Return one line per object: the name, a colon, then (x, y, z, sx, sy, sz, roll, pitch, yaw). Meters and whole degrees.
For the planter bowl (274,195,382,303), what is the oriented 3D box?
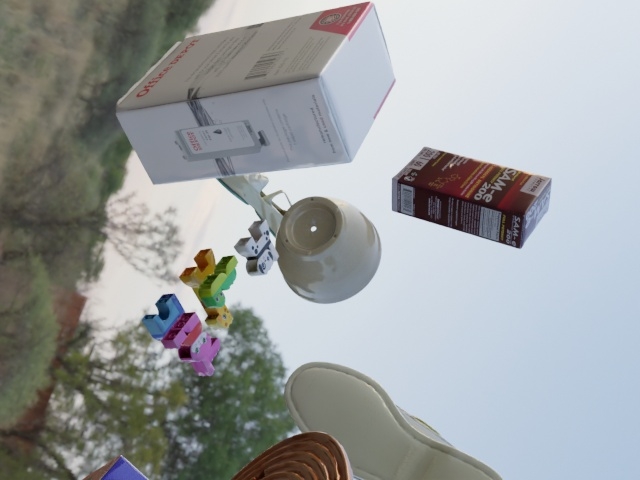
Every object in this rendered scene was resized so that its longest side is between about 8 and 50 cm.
planter bowl: (0.000, 0.000, 1.219, 0.109, 0.162, 0.162, 55, 48, -60)

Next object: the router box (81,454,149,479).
router box: (-0.346, 0.593, 1.652, 0.082, 0.335, 0.301, -49, -175, -36)

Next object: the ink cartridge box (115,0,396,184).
ink cartridge box: (-0.075, -0.181, 1.017, 0.283, 0.117, 0.207, -4, -144, 27)

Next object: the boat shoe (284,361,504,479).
boat shoe: (0.085, 0.250, 0.968, 0.109, 0.305, 0.091, -52, 151, -16)

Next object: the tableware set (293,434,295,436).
tableware set: (-0.099, 0.489, 1.737, 0.168, 0.020, 0.141, -13, 121, -56)

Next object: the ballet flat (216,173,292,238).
ballet flat: (-0.118, -0.090, 1.668, 0.086, 0.248, 0.086, -35, -155, 19)

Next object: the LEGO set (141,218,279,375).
LEGO set: (-0.127, 0.080, 0.982, 0.087, 0.093, 0.227, -7, -148, 32)

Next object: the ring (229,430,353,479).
ring: (-0.080, 0.285, 0.581, 0.336, 0.032, 0.336, -47, -167, 14)

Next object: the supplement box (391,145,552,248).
supplement box: (0.255, -0.078, 1.401, 0.130, 0.239, 0.073, -45, 143, -42)
